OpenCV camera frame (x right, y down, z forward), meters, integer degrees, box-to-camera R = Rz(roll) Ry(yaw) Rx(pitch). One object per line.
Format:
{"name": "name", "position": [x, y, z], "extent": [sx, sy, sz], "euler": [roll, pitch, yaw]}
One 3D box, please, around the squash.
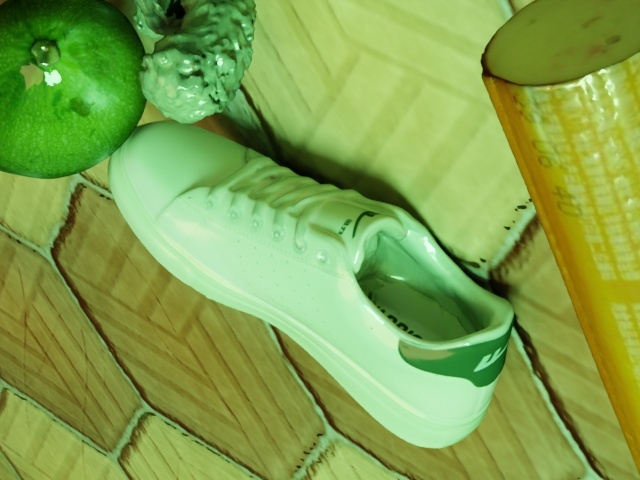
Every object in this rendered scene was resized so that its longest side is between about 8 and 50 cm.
{"name": "squash", "position": [-0.171, -0.090, 1.078], "extent": [0.107, 0.107, 0.395], "euler": [55, 166, -13]}

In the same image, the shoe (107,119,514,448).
{"name": "shoe", "position": [0.000, 0.000, 1.028], "extent": [0.265, 0.095, 0.110], "euler": [38, 145, 7]}

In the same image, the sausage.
{"name": "sausage", "position": [0.163, 0.031, 0.833], "extent": [0.093, 0.093, 0.312], "euler": [13, 138, 46]}

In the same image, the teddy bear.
{"name": "teddy bear", "position": [-0.070, -0.169, 0.908], "extent": [0.213, 0.111, 0.133], "euler": [58, 151, 36]}
